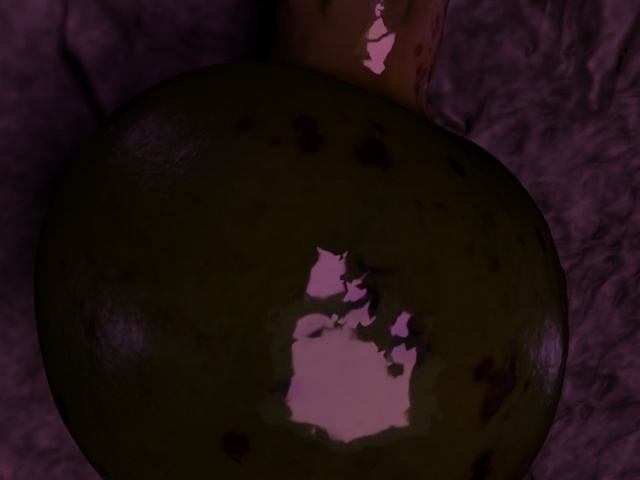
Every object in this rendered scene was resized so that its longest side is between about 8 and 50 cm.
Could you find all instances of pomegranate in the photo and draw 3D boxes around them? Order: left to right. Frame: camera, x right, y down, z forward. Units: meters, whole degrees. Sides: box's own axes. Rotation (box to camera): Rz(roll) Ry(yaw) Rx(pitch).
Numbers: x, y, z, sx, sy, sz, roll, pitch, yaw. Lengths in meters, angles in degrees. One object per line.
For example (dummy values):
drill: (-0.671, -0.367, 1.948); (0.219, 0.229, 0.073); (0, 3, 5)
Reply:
pomegranate: (0.000, 0.000, 0.495); (0.202, 0.202, 0.248); (20, 82, -37)
